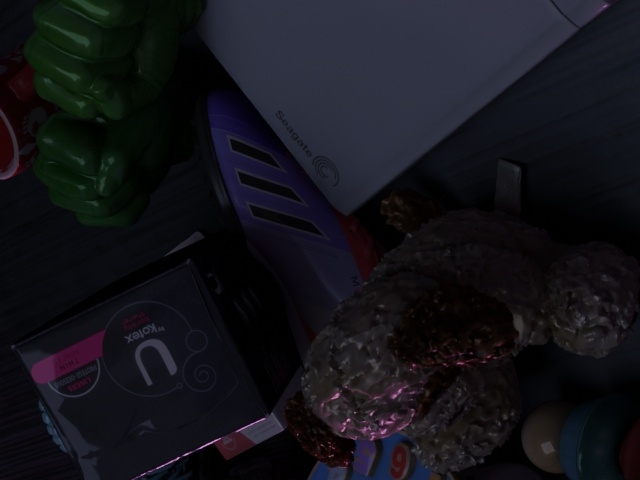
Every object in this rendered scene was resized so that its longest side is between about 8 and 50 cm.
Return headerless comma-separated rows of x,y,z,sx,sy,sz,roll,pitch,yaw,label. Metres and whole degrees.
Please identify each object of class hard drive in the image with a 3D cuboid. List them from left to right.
0.047,-0.187,1.299,0.233,0.047,0.353,52,141,1,hard drive

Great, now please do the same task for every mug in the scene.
-0.238,-0.146,1.510,0.113,0.169,0.150,28,136,28,mug

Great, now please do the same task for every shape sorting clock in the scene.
0.051,0.260,1.452,0.206,0.040,0.206,1,91,46,shape sorting clock

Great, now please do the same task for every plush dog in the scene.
0.079,0.068,1.290,0.210,0.225,0.262,49,129,7,plush dog

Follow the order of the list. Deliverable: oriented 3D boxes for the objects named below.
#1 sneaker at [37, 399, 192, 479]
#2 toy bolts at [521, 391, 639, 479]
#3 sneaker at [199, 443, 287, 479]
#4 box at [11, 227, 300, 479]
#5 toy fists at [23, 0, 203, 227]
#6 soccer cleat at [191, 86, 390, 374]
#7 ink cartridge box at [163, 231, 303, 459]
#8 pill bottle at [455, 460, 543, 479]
-0.188,0.244,1.804,0.122,0.110,0.283,-26,99,47,sneaker
0.182,0.209,1.316,0.158,0.228,0.218,6,152,46,toy bolts
-0.060,0.280,1.643,0.283,0.107,0.124,-144,45,-60,sneaker
-0.124,0.091,1.443,0.165,0.270,0.143,-26,93,8,box
-0.169,-0.123,1.418,0.096,0.142,0.279,37,145,24,toy fists
0.000,0.000,1.461,0.116,0.108,0.318,-26,91,21,soccer cleat
-0.101,0.101,1.641,0.198,0.067,0.115,54,141,-1,ink cartridge box
0.095,0.252,1.522,0.208,0.119,0.119,-5,115,46,pill bottle
